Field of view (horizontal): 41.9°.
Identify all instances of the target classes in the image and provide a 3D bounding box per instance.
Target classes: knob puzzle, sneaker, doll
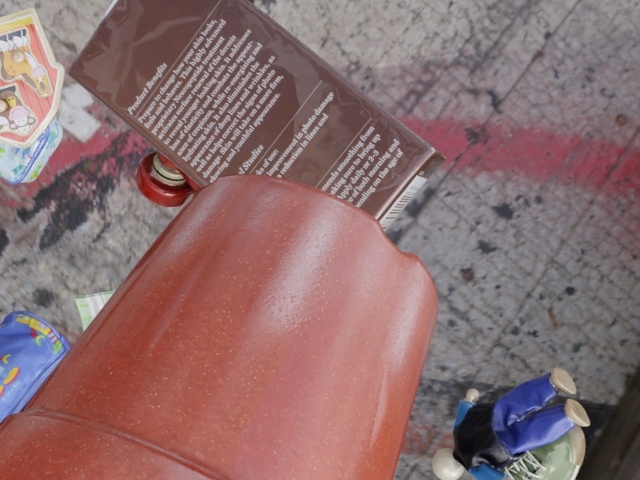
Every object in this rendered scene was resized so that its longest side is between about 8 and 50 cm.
[{"bbox_3d":[-0.481,-0.233,1.268,0.213,0.030,0.213,0,103,0],"label":"knob puzzle"},{"bbox_3d":[0.230,0.288,0.972,0.086,0.192,0.064,-7,43,-40],"label":"sneaker"},{"bbox_3d":[0.197,0.216,0.915,0.046,0.189,0.129,24,40,-43],"label":"doll"}]

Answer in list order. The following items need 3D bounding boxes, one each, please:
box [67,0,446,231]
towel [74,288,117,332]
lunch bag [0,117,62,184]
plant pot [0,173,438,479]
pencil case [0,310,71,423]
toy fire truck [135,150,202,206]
[{"bbox_3d":[-0.069,-0.138,0.933,0.381,0.143,0.191,41,100,9],"label":"box"},{"bbox_3d":[-0.473,0.167,1.863,0.152,0.023,0.113,-9,99,22],"label":"towel"},{"bbox_3d":[-0.678,-0.242,1.796,0.219,0.090,0.176,39,103,3],"label":"lunch bag"},{"bbox_3d":[-0.059,0.118,0.545,0.272,0.272,0.265,30,59,-5],"label":"plant pot"},{"bbox_3d":[-0.428,0.230,1.054,0.133,0.119,0.306,3,43,25],"label":"pencil case"},{"bbox_3d":[-0.133,-0.123,1.339,0.254,0.169,0.302,-25,67,-41],"label":"toy fire truck"}]
